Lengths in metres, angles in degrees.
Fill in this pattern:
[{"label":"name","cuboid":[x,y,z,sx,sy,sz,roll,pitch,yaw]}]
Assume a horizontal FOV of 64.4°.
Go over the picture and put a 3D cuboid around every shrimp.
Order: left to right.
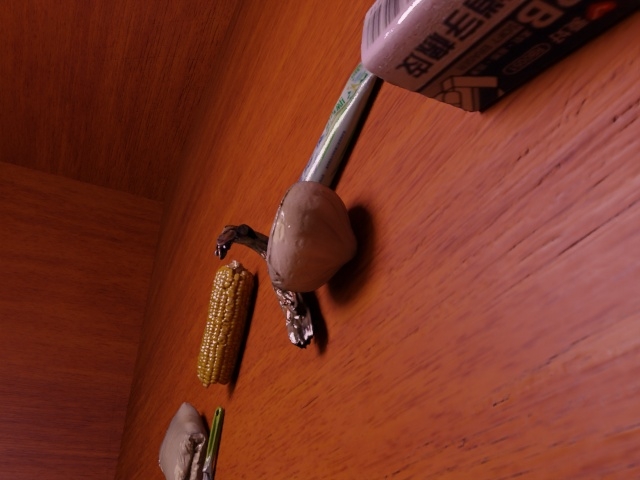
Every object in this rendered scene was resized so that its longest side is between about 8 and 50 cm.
[{"label":"shrimp","cuboid":[-0.068,0.046,0.679,0.046,0.152,0.219,-44,40,15]}]

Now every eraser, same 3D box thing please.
[{"label":"eraser","cuboid":[0.132,-0.177,0.348,0.210,0.125,0.067,-28,51,61]}]

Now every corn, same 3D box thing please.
[{"label":"corn","cuboid":[-0.176,0.154,0.946,0.080,0.080,0.237,-179,99,-67]}]

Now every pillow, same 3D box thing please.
[{"label":"pillow","cuboid":[-0.270,0.416,1.010,0.181,0.078,0.134,11,87,67]}]

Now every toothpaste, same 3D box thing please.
[{"label":"toothpaste","cuboid":[0.010,-0.119,0.716,0.296,0.048,0.074,-63,21,19]}]

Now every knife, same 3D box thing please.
[{"label":"knife","cuboid":[-0.201,0.400,0.931,0.022,0.026,0.183,-1,69,26]}]

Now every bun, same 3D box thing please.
[{"label":"bun","cuboid":[0.000,0.000,0.610,0.138,0.094,0.138,13,-90,-78]}]
